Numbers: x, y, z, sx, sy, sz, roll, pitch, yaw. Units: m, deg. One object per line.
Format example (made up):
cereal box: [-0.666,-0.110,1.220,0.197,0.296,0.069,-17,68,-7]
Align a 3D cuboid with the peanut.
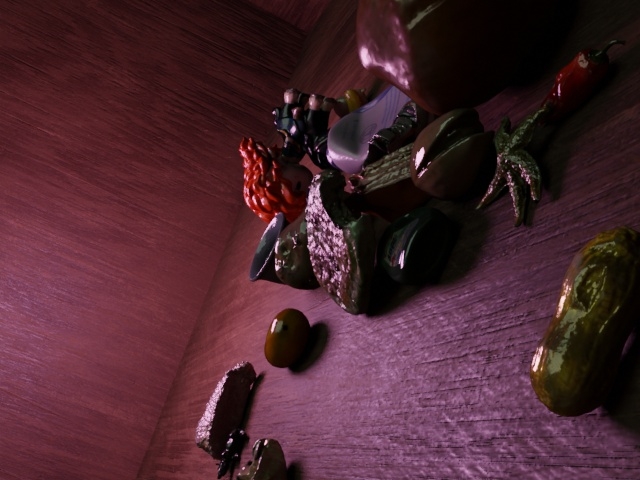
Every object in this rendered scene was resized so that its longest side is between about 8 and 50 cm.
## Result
peanut: [0.283,0.084,0.749,0.206,0.087,0.087,-67,15,-1]

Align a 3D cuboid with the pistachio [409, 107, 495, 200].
pistachio: [0.219,-0.144,1.214,0.226,0.136,0.135,111,178,-69]

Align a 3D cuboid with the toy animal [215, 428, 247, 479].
toy animal: [-0.231,0.545,1.840,0.065,0.047,0.135,157,135,-75]

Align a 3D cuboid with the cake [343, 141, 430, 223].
cake: [0.181,-0.119,1.426,0.287,0.135,0.098,-28,30,34]

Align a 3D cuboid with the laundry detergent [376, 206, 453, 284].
laundry detergent: [0.158,0.005,1.310,0.144,0.078,0.222,-66,13,-1]

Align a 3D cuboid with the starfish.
starfish: [0.288,-0.115,1.093,0.217,0.050,0.223,108,171,-45]

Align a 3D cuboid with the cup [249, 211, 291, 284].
cup: [-0.079,0.044,1.897,0.199,0.150,0.199,-57,18,29]

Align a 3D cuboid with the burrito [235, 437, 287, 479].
burrito: [-0.125,0.538,1.391,0.347,0.107,0.175,-92,15,-63]

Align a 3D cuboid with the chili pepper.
chili pepper: [0.360,-0.225,1.027,0.191,0.050,0.059,124,148,-55]

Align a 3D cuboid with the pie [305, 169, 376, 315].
pie: [0.038,0.011,1.443,0.302,0.067,0.302,162,90,-72]

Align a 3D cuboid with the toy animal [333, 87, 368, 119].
toy animal: [0.099,-0.407,2.160,0.114,0.091,0.082,-28,10,46]

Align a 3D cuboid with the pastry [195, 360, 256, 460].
pastry: [-0.256,0.456,1.947,0.112,0.103,0.265,-9,50,52]

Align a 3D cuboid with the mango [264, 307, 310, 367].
mango: [-0.087,0.239,1.733,0.227,0.099,0.136,127,158,-63]

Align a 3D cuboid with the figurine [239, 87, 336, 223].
figurine: [-0.076,-0.252,2.155,0.412,0.306,0.241,-49,-7,15]

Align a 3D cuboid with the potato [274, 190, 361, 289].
potato: [0.000,0.000,1.685,0.262,0.165,0.165,-49,19,13]

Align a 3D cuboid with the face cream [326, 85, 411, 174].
face cream: [0.166,-0.292,1.730,0.420,0.137,0.234,-33,32,43]

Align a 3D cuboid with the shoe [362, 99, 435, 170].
shoe: [0.149,-0.210,1.535,0.099,0.125,0.227,32,102,52]

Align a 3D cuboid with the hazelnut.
hazelnut: [0.240,-0.400,1.270,0.372,0.315,0.372,-23,45,25]
